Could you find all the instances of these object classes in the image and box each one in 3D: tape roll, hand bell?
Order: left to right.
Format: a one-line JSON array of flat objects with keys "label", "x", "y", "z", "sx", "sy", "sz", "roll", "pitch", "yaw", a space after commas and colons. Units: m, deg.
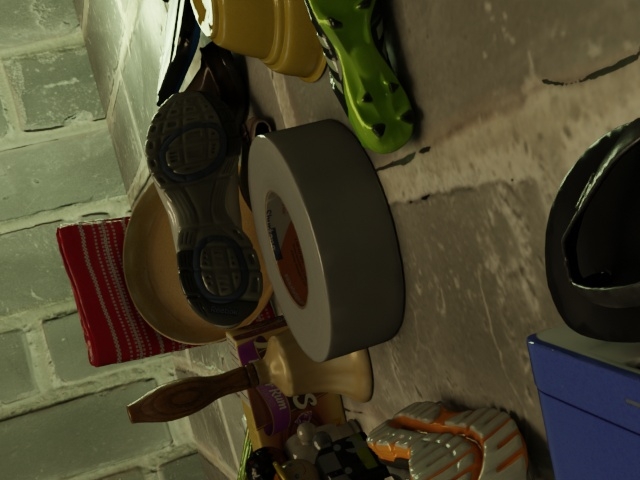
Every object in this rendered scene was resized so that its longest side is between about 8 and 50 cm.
[{"label": "hand bell", "x": -0.081, "y": 0.144, "z": 1.006, "sx": 0.126, "sy": 0.242, "sz": 0.126, "roll": 164, "pitch": 90, "yaw": -75}, {"label": "tape roll", "x": 0.000, "y": 0.000, "z": 0.907, "sx": 0.219, "sy": 0.072, "sz": 0.219, "roll": 165, "pitch": 90, "yaw": -75}]

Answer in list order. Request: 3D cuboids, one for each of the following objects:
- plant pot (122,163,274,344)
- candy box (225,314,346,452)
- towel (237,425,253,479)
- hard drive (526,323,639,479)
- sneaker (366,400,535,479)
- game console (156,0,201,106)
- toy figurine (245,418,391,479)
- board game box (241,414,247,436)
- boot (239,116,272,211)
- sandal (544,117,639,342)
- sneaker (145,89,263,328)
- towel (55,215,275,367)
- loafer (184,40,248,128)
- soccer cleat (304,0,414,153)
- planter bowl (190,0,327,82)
[{"label": "plant pot", "x": -0.143, "y": 0.013, "z": 1.216, "sx": 0.032, "sy": 0.236, "sz": 0.236, "roll": 17, "pitch": -130, "yaw": -64}, {"label": "candy box", "x": -0.035, "y": 0.182, "z": 1.132, "sx": 0.053, "sy": 0.109, "sz": 0.186, "roll": -157, "pitch": 54, "yaw": -69}, {"label": "towel", "x": -0.054, "y": 0.290, "z": 1.199, "sx": 0.102, "sy": 0.021, "sz": 0.237, "roll": 38, "pitch": -154, "yaw": -16}, {"label": "hard drive", "x": 0.198, "y": 0.212, "z": 0.486, "sx": 0.210, "sy": 0.040, "sz": 0.318, "roll": -166, "pitch": 62, "yaw": -72}, {"label": "sneaker", "x": 0.105, "y": 0.176, "z": 0.721, "sx": 0.083, "sy": 0.084, "sz": 0.215, "roll": 62, "pitch": 169, "yaw": -5}, {"label": "game console", "x": -0.233, "y": -0.324, "z": 1.182, "sx": 0.293, "sy": 0.173, "sz": 0.250, "roll": 157, "pitch": 121, "yaw": -75}, {"label": "toy figurine", "x": 0.009, "y": 0.300, "z": 1.018, "sx": 0.213, "sy": 0.148, "sz": 0.209, "roll": 172, "pitch": 83, "yaw": -74}, {"label": "board game box", "x": -0.056, "y": 0.444, "z": 1.553, "sx": 0.193, "sy": 0.053, "sz": 0.305, "roll": -130, "pitch": 29, "yaw": -54}, {"label": "boot", "x": -0.069, "y": -0.083, "z": 1.120, "sx": 0.087, "sy": 0.042, "sz": 0.118, "roll": 168, "pitch": 88, "yaw": -74}, {"label": "sandal", "x": 0.149, "y": -0.016, "z": 0.409, "sx": 0.254, "sy": 0.055, "sz": 0.097, "roll": 121, "pitch": 132, "yaw": -69}, {"label": "sneaker", "x": -0.139, "y": -0.033, "z": 1.120, "sx": 0.129, "sy": 0.111, "sz": 0.297, "roll": 109, "pitch": 154, "yaw": -69}, {"label": "towel", "x": -0.202, "y": 0.051, "z": 1.298, "sx": 0.031, "sy": 0.275, "sz": 0.198, "roll": -38, "pitch": 66, "yaw": 55}, {"label": "loafer", "x": -0.142, "y": -0.166, "z": 1.221, "sx": 0.220, "sy": 0.078, "sz": 0.080, "roll": 102, "pitch": 148, "yaw": -59}, {"label": "soccer cleat", "x": 0.021, "y": -0.149, "z": 0.720, "sx": 0.072, "sy": 0.060, "sz": 0.178, "roll": -178, "pitch": 70, "yaw": -75}, {"label": "planter bowl", "x": -0.071, "y": -0.243, "z": 0.887, "sx": 0.217, "sy": 0.090, "sz": 0.217, "roll": 165, "pitch": 90, "yaw": -75}]
